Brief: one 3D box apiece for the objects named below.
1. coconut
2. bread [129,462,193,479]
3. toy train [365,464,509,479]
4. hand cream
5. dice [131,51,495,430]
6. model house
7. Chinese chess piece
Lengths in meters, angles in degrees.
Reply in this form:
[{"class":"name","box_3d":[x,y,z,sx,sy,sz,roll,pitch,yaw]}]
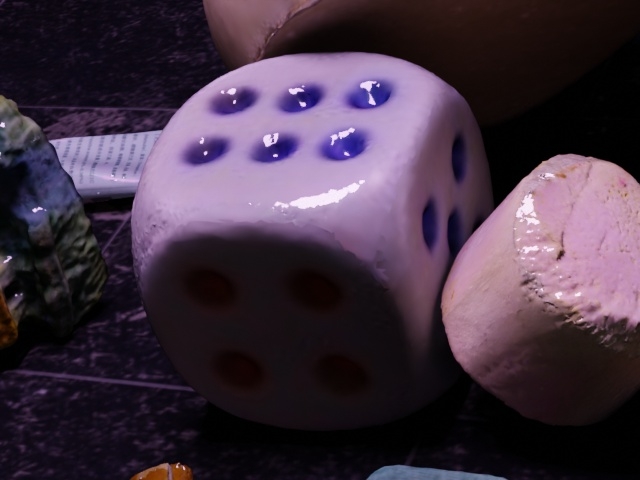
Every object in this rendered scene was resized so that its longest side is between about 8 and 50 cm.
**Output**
[{"class":"coconut","box_3d":[0.150,0.036,1.092,0.147,0.153,0.147,11,55,-16]},{"class":"bread","box_3d":[-0.100,0.175,1.109,0.047,0.036,0.083,-18,33,4]},{"class":"toy train","box_3d":[0.053,0.248,0.849,0.238,0.167,0.299,2,36,41]},{"class":"hand cream","box_3d":[-0.258,-0.053,1.469,0.331,0.058,0.085,-9,34,13]},{"class":"dice","box_3d":[0.000,0.000,1.171,0.193,0.192,0.194,0,40,25]},{"class":"model house","box_3d":[-0.292,0.019,1.268,0.170,0.194,0.211,13,44,33]},{"class":"Chinese chess piece","box_3d":[0.083,-0.195,1.281,0.338,0.338,0.140,-15,69,3]}]
